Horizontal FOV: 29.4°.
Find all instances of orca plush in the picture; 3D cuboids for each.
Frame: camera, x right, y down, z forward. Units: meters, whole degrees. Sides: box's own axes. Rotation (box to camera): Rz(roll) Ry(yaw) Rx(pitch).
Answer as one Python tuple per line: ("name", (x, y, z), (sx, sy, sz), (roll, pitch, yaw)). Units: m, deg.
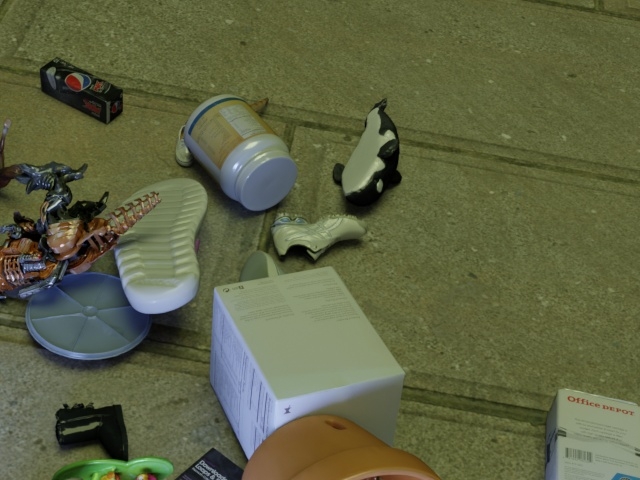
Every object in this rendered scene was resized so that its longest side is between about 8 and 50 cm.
("orca plush", (0.109, -0.146, 2.357), (0.151, 0.102, 0.287), (-33, 27, 18))

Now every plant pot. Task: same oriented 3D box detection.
("plant pot", (0.018, 0.369, 1.620), (0.290, 0.291, 0.203), (-9, 28, -21))

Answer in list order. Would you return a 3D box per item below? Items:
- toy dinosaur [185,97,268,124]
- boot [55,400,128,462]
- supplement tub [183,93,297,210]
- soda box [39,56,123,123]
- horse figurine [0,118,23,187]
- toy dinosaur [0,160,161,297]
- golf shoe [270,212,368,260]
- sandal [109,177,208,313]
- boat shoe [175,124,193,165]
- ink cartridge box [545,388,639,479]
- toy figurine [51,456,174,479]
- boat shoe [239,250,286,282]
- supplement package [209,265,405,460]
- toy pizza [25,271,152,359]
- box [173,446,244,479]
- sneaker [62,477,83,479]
("toy dinosaur", (-0.162, -0.250, 2.406), (0.211, 0.064, 0.112), (-18, 47, -28))
("boot", (-0.336, 0.285, 1.790), (0.099, 0.045, 0.121), (-3, 36, -18))
("supplement tub", (-0.147, -0.162, 2.250), (0.144, 0.144, 0.200), (-20, 50, -30))
("soda box", (-0.469, -0.296, 2.395), (0.168, 0.060, 0.053), (26, 47, 18))
("horse figurine", (-0.598, -0.189, 2.198), (0.066, 0.174, 0.263), (-5, 57, -29))
("toy dinosaur", (-0.417, -0.004, 2.003), (0.321, 0.164, 0.218), (-6, 43, -7))
("golf shoe", (0.000, 0.000, 2.177), (0.176, 0.069, 0.086), (-2, 63, -9))
("sandal", (-0.272, 0.020, 2.060), (0.169, 0.102, 0.416), (-7, 29, 2))
("boat shoe", (-0.258, -0.183, 2.332), (0.035, 0.035, 0.100), (4, 42, -7))
("ink cartridge box", (0.419, 0.333, 1.864), (0.139, 0.082, 0.191), (12, 40, 1))
("toy figurine", (-0.276, 0.388, 1.636), (0.173, 0.130, 0.159), (-14, 55, 9))
("boat shoe", (-0.070, 0.096, 2.034), (0.081, 0.079, 0.227), (31, 13, -31))
("supplement package", (-0.028, 0.205, 1.808), (0.199, 0.198, 0.263), (-10, 38, -21))
("toy pizza", (-0.373, 0.126, 1.968), (0.201, 0.032, 0.201), (7, 39, -6))
("box", (-0.165, 0.377, 1.735), (0.116, 0.029, 0.162), (32, 44, 22))
("sneaker", (-0.360, 0.413, 1.566), (0.222, 0.083, 0.118), (-45, 65, 6))
